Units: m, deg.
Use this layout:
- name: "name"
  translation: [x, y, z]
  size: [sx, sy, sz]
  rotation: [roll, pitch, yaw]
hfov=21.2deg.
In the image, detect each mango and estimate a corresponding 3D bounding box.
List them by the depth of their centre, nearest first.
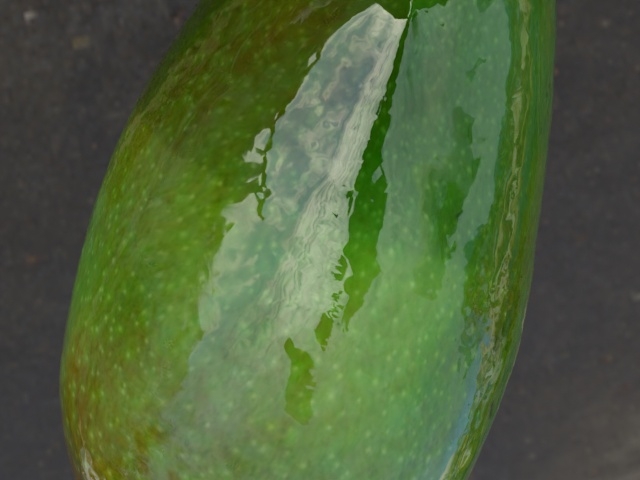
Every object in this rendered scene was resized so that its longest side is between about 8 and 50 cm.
- name: "mango"
  translation: [0.000, 0.000, 0.746]
  size: [0.201, 0.225, 0.382]
  rotation: [25, 116, 9]
